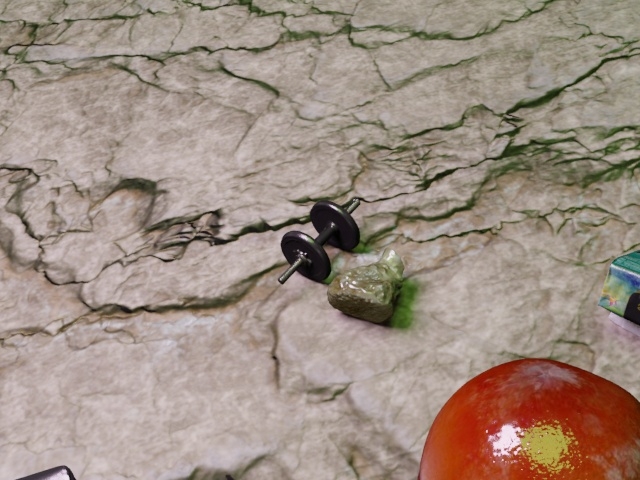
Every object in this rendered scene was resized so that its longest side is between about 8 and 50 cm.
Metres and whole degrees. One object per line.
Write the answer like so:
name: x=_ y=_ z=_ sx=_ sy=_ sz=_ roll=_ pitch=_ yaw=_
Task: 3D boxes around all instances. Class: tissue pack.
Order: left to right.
tissue pack: x=0.347 y=0.068 z=1.136 sx=0.111 sy=0.079 sz=0.085 roll=25 pitch=23 yaw=31

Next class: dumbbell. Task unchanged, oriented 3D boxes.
dumbbell: x=0.000 y=0.000 z=1.267 sx=0.069 sy=0.069 sz=0.147 roll=24 pitch=54 yaw=30

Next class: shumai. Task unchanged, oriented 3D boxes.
shumai: x=0.055 y=0.041 z=1.208 sx=0.082 sy=0.083 sz=0.080 roll=26 pitch=68 yaw=-15

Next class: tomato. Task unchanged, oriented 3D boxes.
tomato: x=0.192 y=0.172 z=0.982 sx=0.228 sy=0.112 sz=0.199 roll=-5 pitch=20 yaw=11

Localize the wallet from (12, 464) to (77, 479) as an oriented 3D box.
wallet: x=-0.338 y=0.304 z=1.042 sx=0.250 sy=0.044 sz=0.149 roll=-17 pitch=49 yaw=-6
